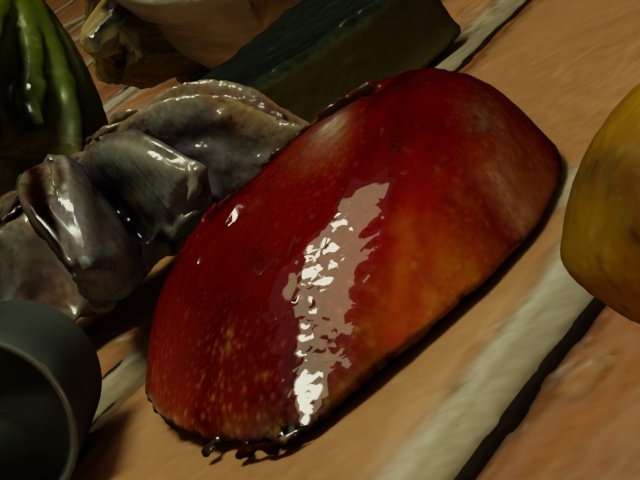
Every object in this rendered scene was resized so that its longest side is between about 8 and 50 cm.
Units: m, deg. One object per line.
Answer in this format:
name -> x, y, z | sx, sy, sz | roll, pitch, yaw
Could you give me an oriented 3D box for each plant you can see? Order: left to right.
plant -> -0.176, -0.149, 1.214 | 0.251, 0.180, 0.333 | -9, 61, 65

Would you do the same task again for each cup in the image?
cup -> -0.134, 0.076, 0.802 | 0.100, 0.078, 0.077 | -59, 2, 14

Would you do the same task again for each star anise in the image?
star anise -> -0.104, -0.005, 0.968 | 0.236, 0.093, 0.229 | -30, 7, 10

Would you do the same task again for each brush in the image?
brush -> -0.021, -0.087, 1.146 | 0.197, 0.059, 0.123 | -39, 18, -32

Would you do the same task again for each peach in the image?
peach -> -0.002, -0.004, 0.806 | 0.189, 0.068, 0.279 | -28, 14, 18

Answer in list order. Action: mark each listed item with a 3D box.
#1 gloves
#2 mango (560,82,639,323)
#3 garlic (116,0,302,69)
gloves -> -0.094, -0.233, 1.515 | 0.155, 0.203, 0.356 | -49, -3, 31
mango -> 0.185, -0.050, 0.489 | 0.177, 0.120, 0.295 | -2, 32, 48
garlic -> -0.015, -0.202, 1.331 | 0.281, 0.184, 0.203 | -17, 30, -39
